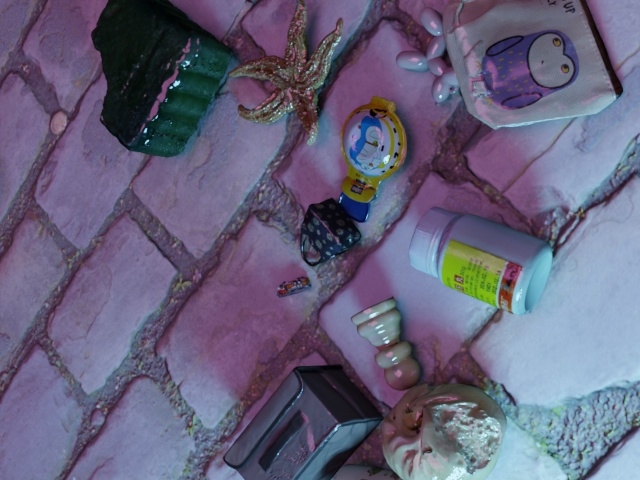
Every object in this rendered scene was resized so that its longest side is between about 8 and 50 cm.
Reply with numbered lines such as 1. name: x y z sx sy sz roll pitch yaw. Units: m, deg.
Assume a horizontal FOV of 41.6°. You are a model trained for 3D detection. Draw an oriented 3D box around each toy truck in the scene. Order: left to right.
1. toy truck: -0.058 0.098 1.756 0.083 0.024 0.032 -16 109 26

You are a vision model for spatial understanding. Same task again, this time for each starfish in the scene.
1. starfish: -0.058 -0.351 1.753 0.299 0.060 0.302 45 116 31

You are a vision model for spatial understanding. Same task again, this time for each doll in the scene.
1. doll: 0.227 -0.341 1.584 0.160 0.059 0.161 34 104 28

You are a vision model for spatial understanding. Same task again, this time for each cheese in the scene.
1. cheese: 0.093 -0.156 1.654 0.156 0.064 0.250 26 113 30

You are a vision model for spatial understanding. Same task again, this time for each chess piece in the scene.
1. chess piece: 0.134 0.202 1.603 0.094 0.094 0.171 -32 77 26

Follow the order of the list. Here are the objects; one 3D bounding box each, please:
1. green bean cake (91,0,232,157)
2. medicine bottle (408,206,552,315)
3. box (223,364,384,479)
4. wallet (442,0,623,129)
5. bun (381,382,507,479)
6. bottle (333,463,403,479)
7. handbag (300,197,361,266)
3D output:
1. green bean cake: -0.382 -0.376 1.887 0.308 0.169 0.300 41 106 26
2. medicine bottle: 0.283 0.032 1.489 0.225 0.139 0.139 23 100 29
3. box: -0.030 0.382 1.639 0.153 0.188 0.252 45 107 27
4. wallet: 0.363 -0.355 1.480 0.274 0.068 0.335 -20 80 16
5. bun: 0.210 0.342 1.496 0.237 0.116 0.210 -21 47 24
6. bottle: 0.151 0.488 1.562 0.253 0.120 0.121 1 88 32
7. handbag: 0.000 0.000 1.703 0.115 0.072 0.139 51 128 18
